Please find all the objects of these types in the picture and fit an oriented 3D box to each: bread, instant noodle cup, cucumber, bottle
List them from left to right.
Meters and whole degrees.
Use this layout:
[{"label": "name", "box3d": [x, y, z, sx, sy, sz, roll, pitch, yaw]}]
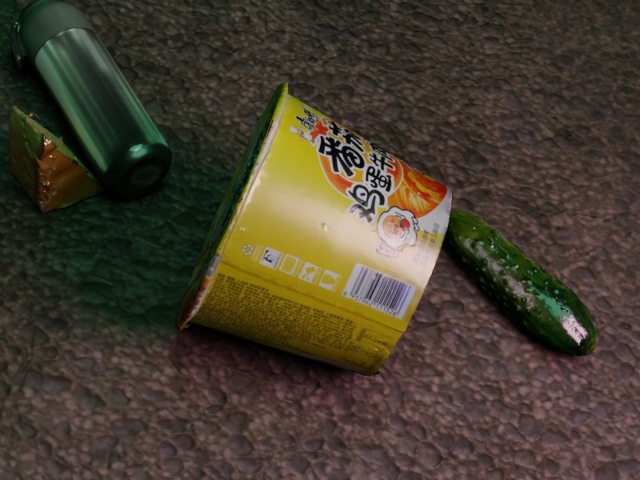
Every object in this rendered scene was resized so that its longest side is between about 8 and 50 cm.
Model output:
[{"label": "bread", "box3d": [-0.272, -0.098, 1.988, 0.080, 0.109, 0.084, -26, 56, -29]}, {"label": "bottle", "box3d": [-0.250, -0.154, 2.062, 0.096, 0.079, 0.254, -26, 60, -13]}, {"label": "instant noodle cup", "box3d": [0.000, 0.000, 1.892, 0.200, 0.264, 0.264, 23, 47, -6]}, {"label": "cucumber", "box3d": [0.202, 0.039, 2.027, 0.069, 0.069, 0.227, -28, 59, -33]}]
